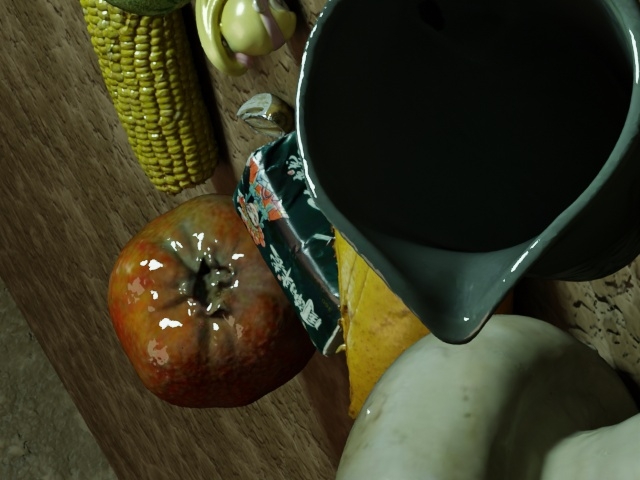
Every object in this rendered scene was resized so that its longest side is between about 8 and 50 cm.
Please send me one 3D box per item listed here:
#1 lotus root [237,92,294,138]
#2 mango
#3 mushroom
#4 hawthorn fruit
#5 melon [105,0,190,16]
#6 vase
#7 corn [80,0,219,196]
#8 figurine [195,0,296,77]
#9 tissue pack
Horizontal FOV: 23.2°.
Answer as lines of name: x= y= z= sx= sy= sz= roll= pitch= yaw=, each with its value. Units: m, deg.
lotus root: x=-0.044 y=-0.113 z=1.408 sx=0.037 sy=0.030 sz=0.083 roll=37 pitch=173 yaw=-20
mango: x=0.072 y=0.026 z=1.142 sx=0.154 sy=0.126 sz=0.252 roll=-120 pitch=23 yaw=-48
mushroom: x=0.163 y=0.190 z=0.978 sx=0.290 sy=0.292 sz=0.292 roll=-10 pitch=107 yaw=40
hawthorn fruit: x=-0.100 y=0.074 z=1.530 sx=0.210 sy=0.210 sz=0.262 roll=58 pitch=168 yaw=17
melon: x=-0.170 y=-0.287 z=1.352 sx=0.192 sy=0.139 sz=0.139 roll=61 pitch=161 yaw=-2
vase: x=0.106 y=-0.060 z=0.785 sx=0.301 sy=0.156 sz=0.251 roll=25 pitch=-115 yaw=-68
corn: x=-0.171 y=-0.170 z=1.565 sx=0.106 sy=0.106 sz=0.293 roll=36 pitch=147 yaw=54
figurine: x=-0.071 y=-0.230 z=1.280 sx=0.083 sy=0.083 sz=0.187 roll=14 pitch=118 yaw=66
tissue pack: x=0.001 y=0.001 z=1.340 sx=0.170 sy=0.090 sz=0.103 roll=57 pitch=157 yaw=19
